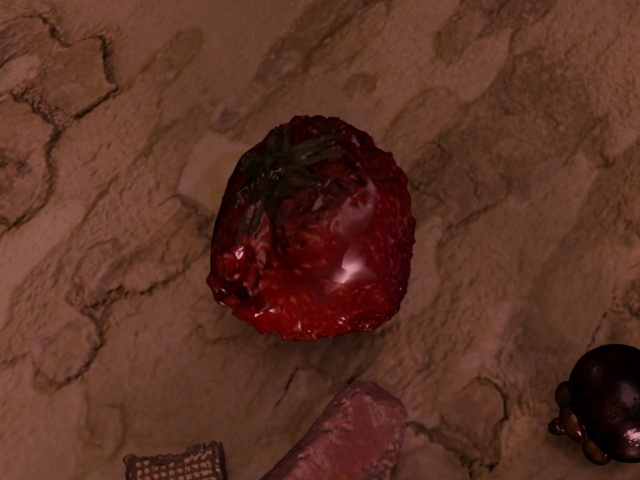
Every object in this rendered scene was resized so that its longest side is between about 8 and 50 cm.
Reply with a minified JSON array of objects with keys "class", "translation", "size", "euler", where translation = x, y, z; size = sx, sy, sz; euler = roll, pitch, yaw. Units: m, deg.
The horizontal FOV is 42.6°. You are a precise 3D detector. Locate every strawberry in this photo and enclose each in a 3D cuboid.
[{"class":"strawberry","translation":[0.000,0.000,0.957],"size":[0.274,0.220,0.274],"euler":[-26,41,25]}]

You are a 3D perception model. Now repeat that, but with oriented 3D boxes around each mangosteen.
[{"class":"mangosteen","translation":[0.315,0.183,0.898],"size":[0.140,0.140,0.140],"euler":[0,60,1]}]

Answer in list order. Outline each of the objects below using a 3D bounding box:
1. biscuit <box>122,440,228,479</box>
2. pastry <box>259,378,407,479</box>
[{"class":"biscuit","translation":[-0.136,0.326,0.848],"size":[0.108,0.062,0.238],"euler":[-12,60,-6]},{"class":"pastry","translation":[-0.008,0.260,0.843],"size":[0.103,0.112,0.265],"euler":[44,49,7]}]
